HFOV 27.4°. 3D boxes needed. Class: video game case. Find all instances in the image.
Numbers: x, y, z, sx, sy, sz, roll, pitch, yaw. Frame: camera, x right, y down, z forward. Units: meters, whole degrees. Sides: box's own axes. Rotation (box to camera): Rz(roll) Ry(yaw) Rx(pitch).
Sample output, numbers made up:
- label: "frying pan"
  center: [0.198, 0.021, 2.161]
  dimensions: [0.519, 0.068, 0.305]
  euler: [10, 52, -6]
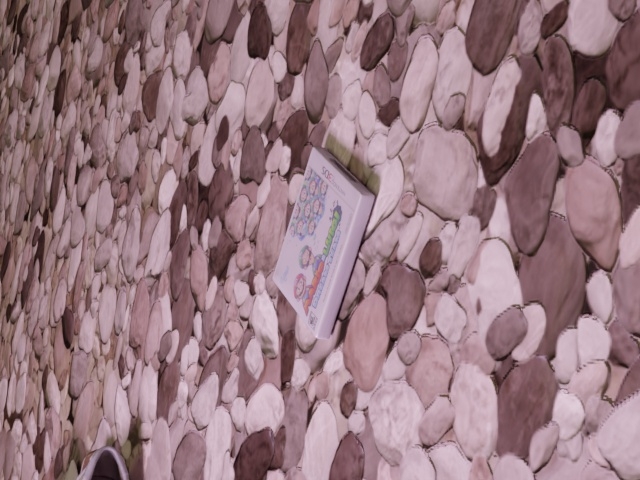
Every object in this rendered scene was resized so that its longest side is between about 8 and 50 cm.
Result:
- label: "video game case"
  center: [0.000, 0.000, 1.338]
  dimensions: [0.143, 0.019, 0.157]
  euler: [49, 125, 59]

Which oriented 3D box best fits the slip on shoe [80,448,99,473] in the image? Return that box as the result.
- label: "slip on shoe"
  center: [-0.318, 0.360, 1.851]
  dimensions: [0.041, 0.051, 0.135]
  euler: [137, 143, -56]

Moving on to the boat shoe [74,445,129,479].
- label: "boat shoe"
  center: [-0.277, 0.414, 1.670]
  dimensions: [0.320, 0.118, 0.103]
  euler: [-98, 24, -45]

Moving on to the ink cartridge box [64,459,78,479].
- label: "ink cartridge box"
  center: [-0.413, 0.505, 1.914]
  dimensions: [0.207, 0.119, 0.353]
  euler: [-66, 29, 29]
